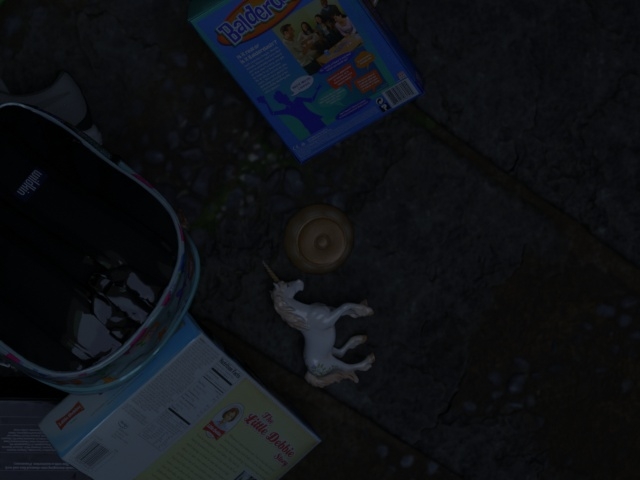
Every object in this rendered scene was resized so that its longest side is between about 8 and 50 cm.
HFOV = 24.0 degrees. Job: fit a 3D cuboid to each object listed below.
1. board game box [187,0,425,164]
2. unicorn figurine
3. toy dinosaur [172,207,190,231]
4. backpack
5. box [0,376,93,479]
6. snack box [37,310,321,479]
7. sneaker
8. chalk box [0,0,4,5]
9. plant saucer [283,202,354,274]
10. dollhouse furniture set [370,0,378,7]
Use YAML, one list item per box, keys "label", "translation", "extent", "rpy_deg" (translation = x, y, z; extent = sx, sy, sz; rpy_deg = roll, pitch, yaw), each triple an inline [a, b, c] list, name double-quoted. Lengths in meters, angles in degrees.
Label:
- label: "board game box"
  translation: [-0.013, -0.200, 1.564]
  extent: [0.160, 0.047, 0.210]
  rpy_deg: [-28, 122, 16]
- label: "unicorn figurine"
  translation: [0.002, 0.098, 1.704]
  extent: [0.111, 0.060, 0.162]
  rpy_deg: [-9, 104, -12]
- label: "toy dinosaur"
  translation: [-0.247, -0.006, 1.624]
  extent: [0.211, 0.064, 0.112]
  rpy_deg: [0, 95, -32]
- label: "backpack"
  translation: [-0.246, 0.022, 1.435]
  extent: [0.253, 0.191, 0.225]
  rpy_deg: [31, 77, 18]
- label: "box"
  translation: [-0.359, 0.245, 1.629]
  extent: [0.261, 0.103, 0.184]
  rpy_deg: [3, 97, -14]
- label: "snack box"
  translation: [-0.138, 0.204, 1.603]
  extent: [0.187, 0.060, 0.322]
  rpy_deg: [-42, 145, -2]
- label: "sneaker"
  translation: [-0.367, -0.105, 1.562]
  extent: [0.271, 0.100, 0.108]
  rpy_deg: [-16, 96, -16]
- label: "chalk box"
  translation: [-0.444, -0.214, 1.468]
  extent: [0.180, 0.179, 0.289]
  rpy_deg: [38, 91, -17]
- label: "plant saucer"
  translation: [0.000, 0.000, 1.706]
  extent: [0.083, 0.015, 0.083]
  rpy_deg: [-3, 103, -13]
- label: "dollhouse furniture set"
  translation: [-0.050, -0.245, 1.595]
  extent: [0.181, 0.101, 0.161]
  rpy_deg: [20, 97, -17]
